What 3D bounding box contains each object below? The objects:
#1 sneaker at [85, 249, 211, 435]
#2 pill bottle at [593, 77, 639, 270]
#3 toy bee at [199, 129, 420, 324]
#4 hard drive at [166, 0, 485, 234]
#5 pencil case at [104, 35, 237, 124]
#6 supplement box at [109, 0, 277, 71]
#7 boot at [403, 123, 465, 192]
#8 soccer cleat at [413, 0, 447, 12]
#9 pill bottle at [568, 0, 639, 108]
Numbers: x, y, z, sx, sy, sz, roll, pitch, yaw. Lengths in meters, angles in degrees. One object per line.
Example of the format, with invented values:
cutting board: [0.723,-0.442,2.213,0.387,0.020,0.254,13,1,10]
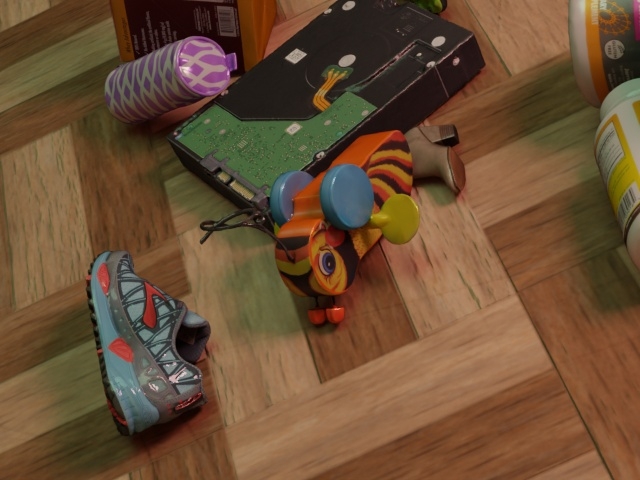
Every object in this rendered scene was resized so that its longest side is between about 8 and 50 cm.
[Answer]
sneaker: [-0.184,0.106,1.616,0.125,0.104,0.262,-12,44,-7]
pill bottle: [0.341,-0.067,1.459,0.117,0.117,0.215,-19,41,11]
toy bee: [0.000,0.000,1.584,0.298,0.162,0.195,-24,16,-25]
hard drive: [0.005,-0.168,1.800,0.339,0.064,0.237,-40,41,-14]
pencil case: [-0.199,-0.204,1.899,0.206,0.088,0.086,-9,83,54]
supplement box: [-0.170,-0.340,1.942,0.194,0.191,0.129,6,48,9]
boot: [0.117,-0.085,1.671,0.087,0.042,0.118,-20,39,20]
soccer cleat: [0.128,-0.351,1.925,0.072,0.060,0.179,-32,37,-7]
pill bottle: [0.414,-0.228,1.550,0.278,0.162,0.162,-4,46,24]
